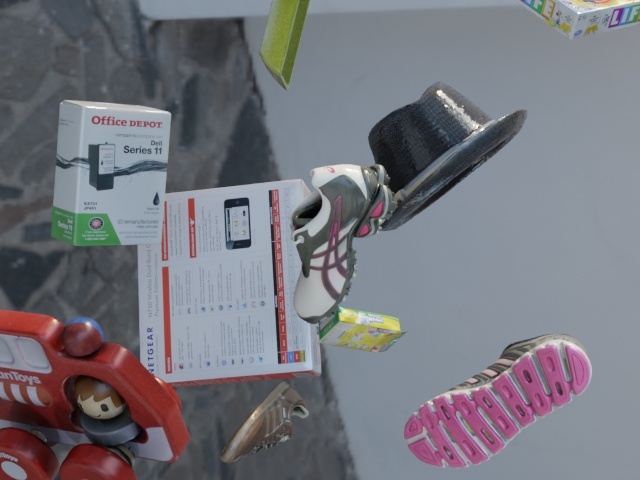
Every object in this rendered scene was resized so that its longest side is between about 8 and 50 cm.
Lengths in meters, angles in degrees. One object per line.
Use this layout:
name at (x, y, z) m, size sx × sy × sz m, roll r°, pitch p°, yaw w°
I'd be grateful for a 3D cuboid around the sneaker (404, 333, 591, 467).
sneaker at (0.145, 0.125, 0.863) m, size 0.063 × 0.170 × 0.075 m, roll 56°, pitch 25°, yaw 4°

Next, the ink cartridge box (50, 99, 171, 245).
ink cartridge box at (-0.316, -0.102, 1.636) m, size 0.153 × 0.087 × 0.208 m, roll -2°, pitch 101°, yaw -37°

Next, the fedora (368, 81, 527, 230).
fedora at (0.179, -0.158, 1.779) m, size 0.152 × 0.334 × 0.334 m, roll 53°, pitch 35°, yaw 4°

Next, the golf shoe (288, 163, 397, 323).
golf shoe at (0.000, 0.000, 1.498) m, size 0.105 × 0.120 × 0.273 m, roll -108°, pitch -145°, yaw -48°

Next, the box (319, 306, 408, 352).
box at (0.093, 0.198, 2.379) m, size 0.179 × 0.105 × 0.043 m, roll 14°, pitch 51°, yaw -26°

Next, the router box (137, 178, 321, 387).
router box at (-0.161, 0.076, 1.874) m, size 0.082 × 0.301 × 0.335 m, roll 50°, pitch 36°, yaw -74°

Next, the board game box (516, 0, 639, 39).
board game box at (0.252, -0.230, 0.985) m, size 0.154 × 0.103 × 0.026 m, roll -17°, pitch 136°, yaw -29°

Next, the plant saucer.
plant saucer at (-0.056, -0.346, 1.731) m, size 0.188 × 0.045 × 0.188 m, roll -36°, pitch 140°, yaw -89°

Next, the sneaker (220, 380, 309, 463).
sneaker at (-0.080, 0.291, 1.674) m, size 0.188 × 0.071 × 0.066 m, roll -45°, pitch 175°, yaw -47°

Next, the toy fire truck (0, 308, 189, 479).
toy fire truck at (-0.328, 0.197, 1.400) m, size 0.169 × 0.302 × 0.254 m, roll -61°, pitch 147°, yaw -43°
